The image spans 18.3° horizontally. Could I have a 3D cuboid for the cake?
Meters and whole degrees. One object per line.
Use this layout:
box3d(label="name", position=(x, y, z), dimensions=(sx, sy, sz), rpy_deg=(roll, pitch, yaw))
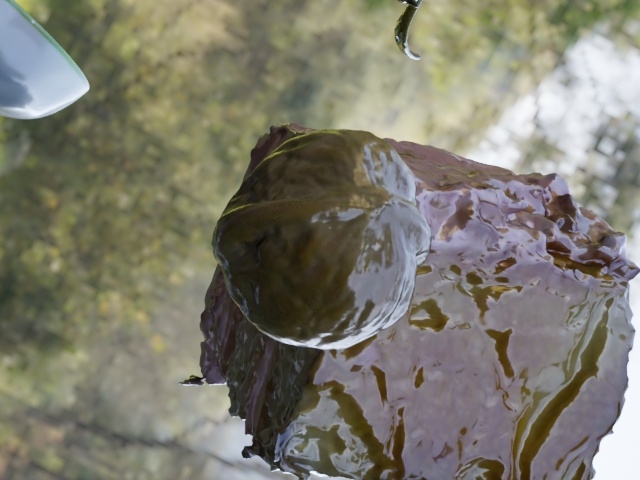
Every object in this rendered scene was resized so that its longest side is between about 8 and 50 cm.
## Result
box3d(label="cake", position=(0.083, 0.057, 1.771), dimensions=(0.307, 0.314, 0.293), rpy_deg=(-141, -114, -68))

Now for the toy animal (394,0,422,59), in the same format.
box3d(label="toy animal", position=(0.105, -0.247, 1.802), dimensions=(0.155, 0.095, 0.219), rpy_deg=(-112, -171, -65))

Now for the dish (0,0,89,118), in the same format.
box3d(label="dish", position=(-0.408, -0.224, 2.121), dimensions=(0.124, 0.324, 0.324), rpy_deg=(-51, -174, -7))

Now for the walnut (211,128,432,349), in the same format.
box3d(label="walnut", position=(0.000, 0.000, 1.392), dimensions=(0.166, 0.149, 0.166), rpy_deg=(-31, -127, 53))
